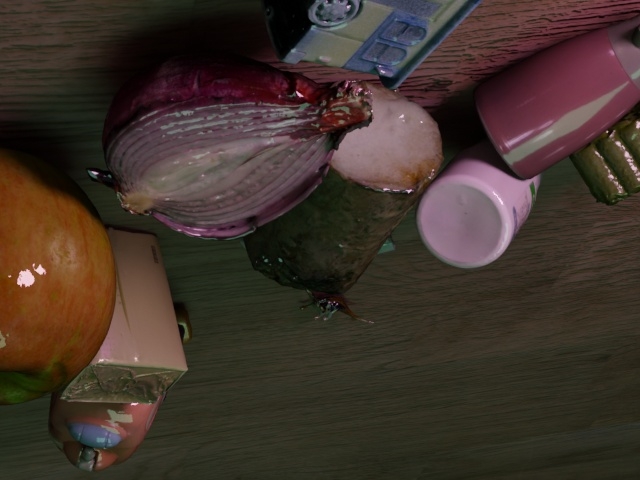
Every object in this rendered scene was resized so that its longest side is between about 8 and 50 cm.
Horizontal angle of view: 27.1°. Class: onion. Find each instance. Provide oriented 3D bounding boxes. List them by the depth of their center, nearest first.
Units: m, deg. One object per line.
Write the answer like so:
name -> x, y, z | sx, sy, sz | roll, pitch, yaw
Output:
onion -> -0.093, -0.151, 1.610 | 0.349, 0.159, 0.267 | -20, 144, 16

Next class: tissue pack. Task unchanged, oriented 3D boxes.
tissue pack -> -0.302, 0.105, 1.904 | 0.159, 0.234, 0.125 | 10, 141, -38

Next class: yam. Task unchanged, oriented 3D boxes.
yam -> 0.021, -0.062, 1.797 | 0.195, 0.195, 0.300 | 2, 146, -27

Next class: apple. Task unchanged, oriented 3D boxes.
apple -> -0.424, 0.044, 1.669 | 0.340, 0.339, 0.339 | -11, 151, -6

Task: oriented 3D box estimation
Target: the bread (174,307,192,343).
bread -> -0.263, 0.145, 2.180 | 0.103, 0.049, 0.062 | -12, 124, -2

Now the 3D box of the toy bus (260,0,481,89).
toy bus -> 0.084, -0.317, 1.419 | 0.190, 0.152, 0.312 | 9, 143, -35

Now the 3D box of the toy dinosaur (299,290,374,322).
toy dinosaur -> 0.013, 0.116, 2.273 | 0.058, 0.037, 0.180 | -29, 148, 34

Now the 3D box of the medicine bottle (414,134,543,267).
medicine bottle -> 0.227, -0.064, 1.845 | 0.139, 0.139, 0.237 | -32, -173, 29

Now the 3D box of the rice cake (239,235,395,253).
rice cake -> 0.000, 0.000, 2.060 | 0.198, 0.037, 0.189 | -21, 150, 13

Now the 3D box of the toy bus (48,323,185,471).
toy bus -> -0.338, 0.236, 2.084 | 0.194, 0.232, 0.287 | 18, 148, -6

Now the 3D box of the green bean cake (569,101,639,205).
green bean cake -> 0.462, -0.144, 1.860 | 0.200, 0.113, 0.214 | -28, -177, 28

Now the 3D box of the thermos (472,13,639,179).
thermos -> 0.356, -0.205, 1.759 | 0.265, 0.146, 0.176 | -30, 162, 23
